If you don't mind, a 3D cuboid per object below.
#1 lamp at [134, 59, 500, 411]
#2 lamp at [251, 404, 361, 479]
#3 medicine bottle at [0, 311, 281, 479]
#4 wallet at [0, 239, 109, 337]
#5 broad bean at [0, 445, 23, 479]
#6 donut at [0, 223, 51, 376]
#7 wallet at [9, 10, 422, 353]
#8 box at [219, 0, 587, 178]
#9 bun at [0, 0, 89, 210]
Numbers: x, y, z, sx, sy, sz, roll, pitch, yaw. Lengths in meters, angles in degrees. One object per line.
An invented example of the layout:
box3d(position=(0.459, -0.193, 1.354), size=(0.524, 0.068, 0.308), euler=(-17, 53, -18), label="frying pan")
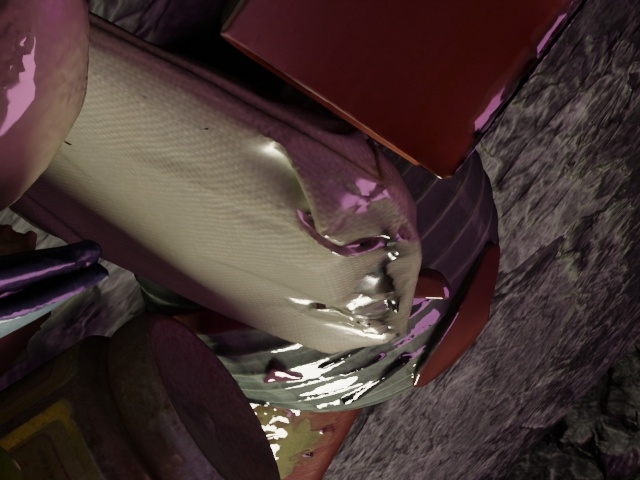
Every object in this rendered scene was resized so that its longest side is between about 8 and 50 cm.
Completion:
box3d(position=(0.000, 0.000, 1.122), size=(0.265, 0.233, 0.233), euler=(-10, -163, 45), label="lamp")
box3d(position=(-0.055, 0.102, 1.350), size=(0.180, 0.180, 0.258), euler=(-27, 151, -52), label="lamp")
box3d(position=(-0.190, 0.180, 1.026), size=(0.322, 0.151, 0.151), euler=(-32, 165, 12), label="medicine bottle")
box3d(position=(-0.249, 0.058, 0.648), size=(0.290, 0.054, 0.251), euler=(-9, 176, -30), label="wallet")
box3d(position=(-0.259, 0.101, 0.808), size=(0.053, 0.256, 0.052), euler=(147, -53, -66), label="broad bean")
box3d(position=(-0.235, 0.036, 0.918), size=(0.199, 0.085, 0.233), euler=(-46, 162, -14), label="donut")
box3d(position=(-0.076, -0.038, 0.870), size=(0.068, 0.275, 0.335), euler=(-60, 172, -17), label="wallet")
box3d(position=(0.095, -0.234, 0.880), size=(0.344, 0.122, 0.385), euler=(-55, -171, 10), label="box")
box3d(position=(-0.179, -0.080, 0.671), size=(0.193, 0.178, 0.128), euler=(-27, -175, 11), label="bun")
